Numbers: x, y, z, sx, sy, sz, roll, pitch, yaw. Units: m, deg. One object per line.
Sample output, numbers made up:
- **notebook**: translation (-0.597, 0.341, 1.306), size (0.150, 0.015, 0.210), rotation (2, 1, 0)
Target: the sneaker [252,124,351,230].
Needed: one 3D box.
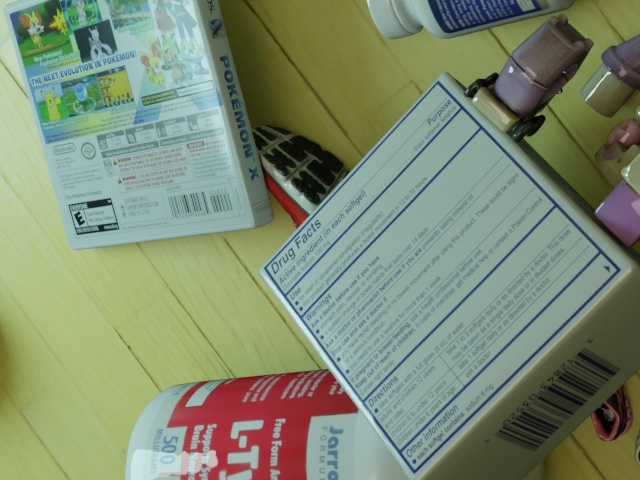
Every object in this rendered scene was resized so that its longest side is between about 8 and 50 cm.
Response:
- **sneaker**: translation (0.000, 0.000, 1.471), size (0.279, 0.107, 0.118), rotation (49, 123, 6)

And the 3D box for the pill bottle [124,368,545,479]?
- **pill bottle**: translation (0.017, 0.249, 1.457), size (0.408, 0.229, 0.229), rotation (-9, 100, 26)

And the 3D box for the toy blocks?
- **toy blocks**: translation (0.354, -0.134, 1.171), size (0.309, 0.289, 0.260), rotation (44, 121, 12)

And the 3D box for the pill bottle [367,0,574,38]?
- **pill bottle**: translation (0.143, -0.256, 1.329), size (0.187, 0.112, 0.112), rotation (-11, 99, 26)

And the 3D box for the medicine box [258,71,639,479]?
- **medicine box**: translation (0.133, 0.044, 1.257), size (0.263, 0.149, 0.289), rotation (-47, 53, 12)

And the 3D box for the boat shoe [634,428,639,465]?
- **boat shoe**: translation (0.377, 0.160, 1.360), size (0.066, 0.063, 0.184), rotation (49, 118, 6)

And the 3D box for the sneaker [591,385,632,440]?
- **sneaker**: translation (0.288, 0.150, 1.403), size (0.047, 0.057, 0.119), rotation (-12, 97, 29)

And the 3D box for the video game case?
- **video game case**: translation (-0.208, -0.146, 1.512), size (0.329, 0.036, 0.299), rotation (-6, 102, 44)
